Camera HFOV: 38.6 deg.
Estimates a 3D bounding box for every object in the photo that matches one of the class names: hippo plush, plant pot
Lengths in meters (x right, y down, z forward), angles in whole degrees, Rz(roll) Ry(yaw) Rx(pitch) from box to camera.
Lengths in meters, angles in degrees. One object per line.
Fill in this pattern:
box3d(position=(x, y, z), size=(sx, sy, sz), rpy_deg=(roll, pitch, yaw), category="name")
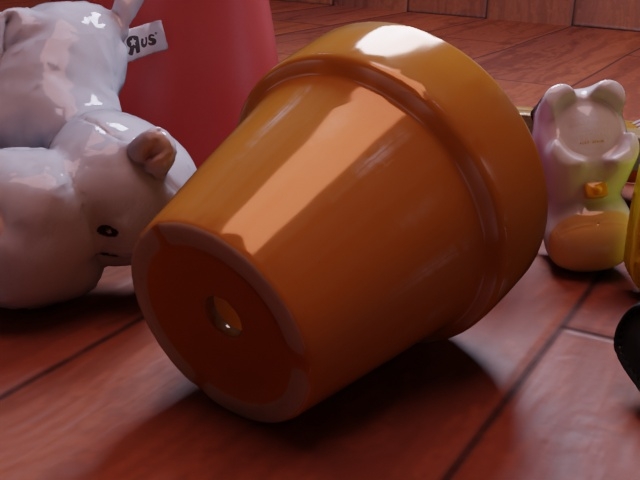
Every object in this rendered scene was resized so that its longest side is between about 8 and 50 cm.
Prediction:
box3d(position=(-0.193, -0.049, 0.698), size=(0.294, 0.234, 0.236), rpy_deg=(-26, 62, -26), category="hippo plush")
box3d(position=(0.000, 0.000, 0.540), size=(0.205, 0.205, 0.188), rpy_deg=(16, 39, 34), category="plant pot")
box3d(position=(-0.159, -0.182, 0.933), size=(0.274, 0.243, 0.275), rpy_deg=(2, 20, -1), category="plant pot")

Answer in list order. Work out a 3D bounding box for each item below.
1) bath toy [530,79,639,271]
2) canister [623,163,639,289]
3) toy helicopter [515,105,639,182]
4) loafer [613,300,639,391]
box3d(position=(0.137, -0.044, 0.756), size=(0.348, 0.151, 0.129), rpy_deg=(-2, -15, -1), category="bath toy")
box3d(position=(0.273, 0.010, 0.616), size=(0.073, 0.126, 0.170), rpy_deg=(1, 22, -2), category="canister")
box3d(position=(0.329, -0.107, 0.939), size=(0.355, 0.140, 0.235), rpy_deg=(15, 21, 37), category="toy helicopter")
box3d(position=(0.213, 0.089, 0.455), size=(0.078, 0.076, 0.223), rpy_deg=(3, 22, -20), category="loafer")
